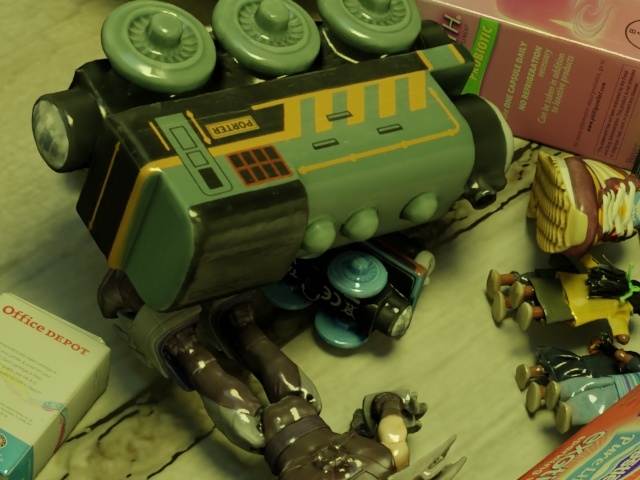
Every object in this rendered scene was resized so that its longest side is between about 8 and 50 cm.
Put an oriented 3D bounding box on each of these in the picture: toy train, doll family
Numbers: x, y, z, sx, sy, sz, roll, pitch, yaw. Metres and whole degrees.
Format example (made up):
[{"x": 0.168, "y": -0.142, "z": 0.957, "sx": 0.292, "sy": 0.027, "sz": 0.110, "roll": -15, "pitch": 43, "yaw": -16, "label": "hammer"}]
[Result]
[{"x": -0.023, "y": -0.069, "z": 1.203, "sx": 0.334, "sy": 0.142, "sz": 0.190, "roll": -14, "pitch": 58, "yaw": -35, "label": "toy train"}, {"x": 0.197, "y": 0.072, "z": 1.257, "sx": 0.111, "sy": 0.076, "sz": 0.193, "roll": -3, "pitch": 55, "yaw": -16, "label": "doll family"}, {"x": 0.000, "y": 0.000, "z": 1.284, "sx": 0.184, "sy": 0.080, "sz": 0.105, "roll": 32, "pitch": 47, "yaw": 18, "label": "toy train"}]

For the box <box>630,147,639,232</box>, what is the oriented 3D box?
[{"x": 0.326, "y": -0.002, "z": 1.310, "sx": 0.153, "sy": 0.108, "sz": 0.207, "roll": 1, "pitch": 49, "yaw": -8, "label": "box"}]

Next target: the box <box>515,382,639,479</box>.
[{"x": 0.213, "y": 0.183, "z": 1.076, "sx": 0.300, "sy": 0.154, "sz": 0.142, "roll": -33, "pitch": 96, "yaw": -31, "label": "box"}]

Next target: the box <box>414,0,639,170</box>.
[{"x": 0.179, "y": -0.198, "z": 1.449, "sx": 0.243, "sy": 0.117, "sz": 0.213, "roll": 17, "pitch": 50, "yaw": 7, "label": "box"}]

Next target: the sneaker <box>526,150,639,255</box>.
[{"x": 0.200, "y": -0.028, "z": 1.292, "sx": 0.084, "sy": 0.070, "sz": 0.185, "roll": 8, "pitch": 14, "yaw": 0, "label": "sneaker"}]

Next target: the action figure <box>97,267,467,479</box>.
[{"x": -0.027, "y": 0.118, "z": 1.171, "sx": 0.185, "sy": 0.099, "sz": 0.285, "roll": -22, "pitch": 60, "yaw": -33, "label": "action figure"}]

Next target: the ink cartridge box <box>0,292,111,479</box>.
[{"x": -0.208, "y": 0.105, "z": 1.180, "sx": 0.088, "sy": 0.052, "sz": 0.122, "roll": 26, "pitch": 53, "yaw": 14, "label": "ink cartridge box"}]

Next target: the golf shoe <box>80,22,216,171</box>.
[{"x": -0.116, "y": -0.126, "z": 1.352, "sx": 0.198, "sy": 0.077, "sz": 0.094, "roll": -32, "pitch": 43, "yaw": -11, "label": "golf shoe"}]
